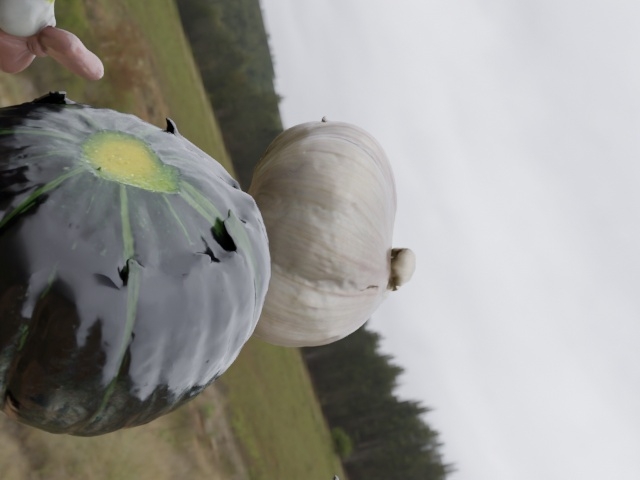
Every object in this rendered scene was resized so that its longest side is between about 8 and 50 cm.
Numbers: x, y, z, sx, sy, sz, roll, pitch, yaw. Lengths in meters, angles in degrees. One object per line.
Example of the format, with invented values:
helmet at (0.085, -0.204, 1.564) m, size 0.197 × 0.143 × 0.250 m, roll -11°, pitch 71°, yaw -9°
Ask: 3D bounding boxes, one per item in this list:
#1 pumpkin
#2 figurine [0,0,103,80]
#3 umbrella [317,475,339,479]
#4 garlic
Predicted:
pumpkin at (-0.204, 0.036, 0.905) m, size 0.296 × 0.296 × 0.296 m, roll 167°, pitch -90°, yaw -86°
figurine at (-0.349, -0.329, 1.155) m, size 0.421 × 0.154 × 0.193 m, roll 58°, pitch 46°, yaw -59°
umbrella at (0.031, 0.455, 1.392) m, size 0.094 × 0.090 × 0.326 m, roll 126°, pitch -46°, yaw -57°
garlic at (-0.015, -0.008, 1.482) m, size 0.241 × 0.322 × 0.322 m, roll 33°, pitch 20°, yaw -28°
